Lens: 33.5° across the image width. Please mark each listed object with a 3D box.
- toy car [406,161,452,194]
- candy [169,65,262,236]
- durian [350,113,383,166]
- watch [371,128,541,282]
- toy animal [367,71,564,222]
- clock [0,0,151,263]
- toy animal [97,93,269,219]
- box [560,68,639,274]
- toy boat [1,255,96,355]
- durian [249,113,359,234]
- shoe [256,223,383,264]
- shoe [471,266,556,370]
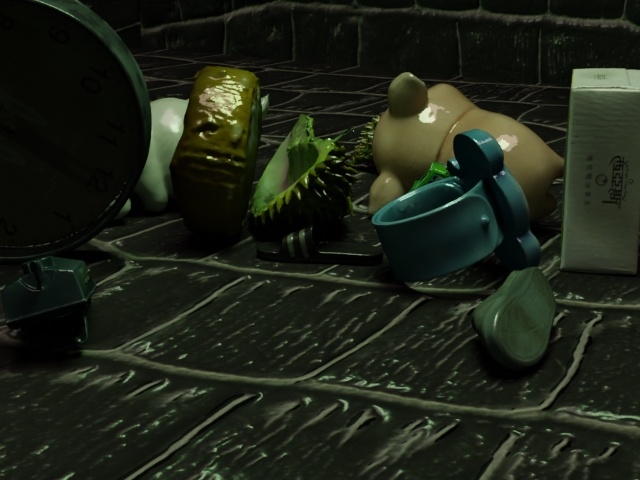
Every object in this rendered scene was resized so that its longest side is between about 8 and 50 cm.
[{"bbox_3d":[0.167,-0.069,1.567,0.062,0.165,0.071,41,19,-4],"label":"toy car"},{"bbox_3d":[-0.150,-0.132,1.588,0.118,0.260,0.260,9,16,-1],"label":"candy"},{"bbox_3d":[0.153,-0.188,2.025,0.186,0.119,0.108,2,12,-2],"label":"durian"},{"bbox_3d":[0.168,-0.024,1.420,0.193,0.211,0.211,-26,23,-13],"label":"watch"},{"bbox_3d":[0.226,-0.129,1.709,0.269,0.237,0.326,8,15,-23],"label":"toy animal"},{"bbox_3d":[-0.419,-0.151,1.419,0.386,0.386,0.076,-1,22,-7],"label":"clock"},{"bbox_3d":[-0.270,-0.177,1.752,0.367,0.241,0.196,-13,23,-38],"label":"toy animal"},{"bbox_3d":[0.399,-0.103,1.501,0.111,0.260,0.194,5,16,12],"label":"box"},{"bbox_3d":[-0.304,0.065,1.222,0.093,0.103,0.246,-16,5,-8],"label":"toy boat"},{"bbox_3d":[-0.032,-0.101,1.632,0.157,0.169,0.355,-4,11,-10],"label":"durian"},{"bbox_3d":[0.000,0.000,1.501,0.179,0.049,0.071,3,16,9],"label":"shoe"},{"bbox_3d":[0.209,0.093,1.192,0.078,0.079,0.195,-31,7,34],"label":"shoe"}]
